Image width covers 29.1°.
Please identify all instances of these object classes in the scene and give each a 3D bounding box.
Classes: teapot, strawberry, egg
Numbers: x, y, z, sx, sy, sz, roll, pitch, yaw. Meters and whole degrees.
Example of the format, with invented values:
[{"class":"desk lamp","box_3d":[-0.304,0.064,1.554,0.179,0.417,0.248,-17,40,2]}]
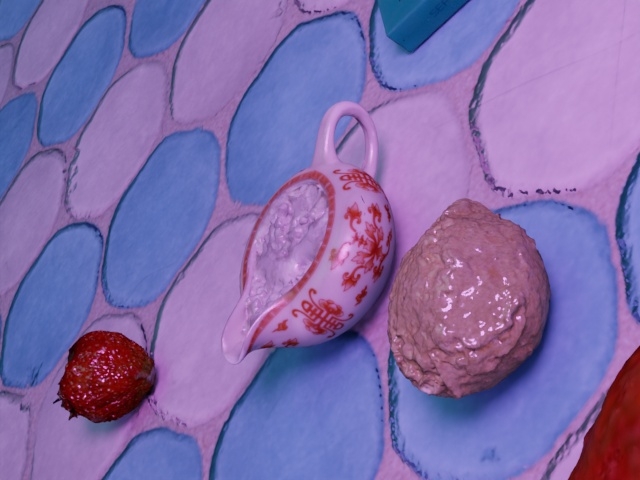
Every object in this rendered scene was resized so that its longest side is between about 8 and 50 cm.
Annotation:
[{"class":"teapot","box_3d":[0.000,0.000,1.044,0.159,0.116,0.246,-20,53,61]},{"class":"strawberry","box_3d":[-0.215,0.140,1.256,0.106,0.106,0.106,-32,44,37]},{"class":"egg","box_3d":[0.103,0.044,0.869,0.118,0.116,0.140,23,86,28]}]

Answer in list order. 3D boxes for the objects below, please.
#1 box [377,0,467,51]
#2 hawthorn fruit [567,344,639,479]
[{"class":"box","box_3d":[0.109,-0.306,1.170,0.161,0.042,0.226,-39,41,29]},{"class":"hawthorn fruit","box_3d":[0.243,0.156,0.497,0.307,0.265,0.265,46,106,32]}]
